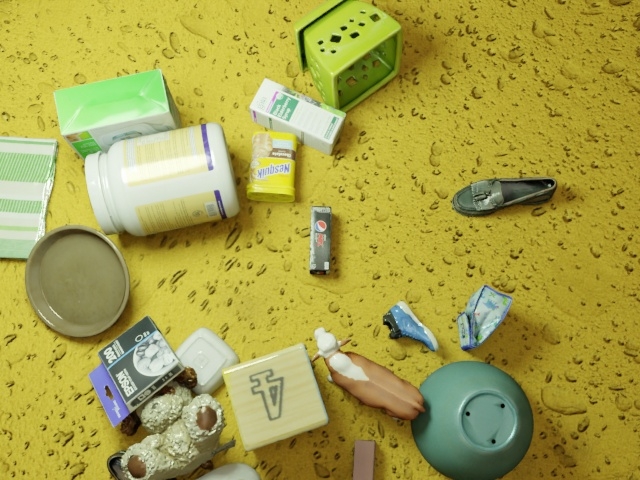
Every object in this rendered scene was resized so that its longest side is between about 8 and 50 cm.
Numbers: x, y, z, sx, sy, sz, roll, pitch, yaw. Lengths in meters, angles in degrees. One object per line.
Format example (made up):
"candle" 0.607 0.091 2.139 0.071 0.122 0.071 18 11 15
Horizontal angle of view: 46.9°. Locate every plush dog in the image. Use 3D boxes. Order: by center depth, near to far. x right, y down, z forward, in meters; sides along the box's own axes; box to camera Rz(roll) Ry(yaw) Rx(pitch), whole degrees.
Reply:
"plush dog" -0.339 0.423 1.717 0.262 0.210 0.225 -37 60 0

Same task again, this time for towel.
"towel" -0.812 -0.113 1.899 0.248 0.038 0.324 4 78 2

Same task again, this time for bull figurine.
"bull figurine" 0.102 0.323 1.726 0.310 0.188 0.101 34 77 7

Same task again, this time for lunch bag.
"lunch bag" 0.386 0.196 1.792 0.096 0.129 0.151 24 79 6

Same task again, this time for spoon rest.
"spoon rest" -0.258 0.581 1.687 0.276 0.084 0.137 9 73 -29

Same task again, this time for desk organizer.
"desk organizer" 0.102 0.538 1.746 0.050 0.047 0.130 4 76 3

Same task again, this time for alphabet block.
"alphabet block" -0.102 0.365 1.713 0.197 0.192 0.193 -18 75 -4

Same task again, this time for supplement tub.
"supplement tub" -0.380 -0.144 1.807 0.332 0.241 0.241 -12 77 -4

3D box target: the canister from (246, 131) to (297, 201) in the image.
"canister" -0.124 -0.192 1.909 0.126 0.073 0.169 3 75 0

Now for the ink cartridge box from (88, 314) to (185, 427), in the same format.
"ink cartridge box" -0.447 0.302 1.741 0.208 0.045 0.206 -40 43 -9

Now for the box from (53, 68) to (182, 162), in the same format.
"box" -0.494 -0.301 1.848 0.262 0.231 0.126 -13 74 -4

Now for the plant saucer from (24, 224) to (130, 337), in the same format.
"plant saucer" -0.589 0.098 1.803 0.278 0.041 0.277 1 96 11

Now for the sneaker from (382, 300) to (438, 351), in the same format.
"sneaker" 0.215 0.230 1.816 0.085 0.058 0.152 -36 75 -15

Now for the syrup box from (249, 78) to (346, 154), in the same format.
"syrup box" -0.060 -0.323 1.930 0.237 0.096 0.093 25 77 4

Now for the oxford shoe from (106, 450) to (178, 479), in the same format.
"oxford shoe" -0.401 0.568 1.706 0.227 0.096 0.082 27 75 4

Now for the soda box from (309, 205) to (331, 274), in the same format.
"soda box" 0.000 0.000 1.870 0.053 0.060 0.168 2 77 1

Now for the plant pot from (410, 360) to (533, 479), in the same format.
"plant pot" 0.366 0.415 1.704 0.290 0.195 0.290 0 76 -1

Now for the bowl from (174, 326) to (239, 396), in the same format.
"bowl" -0.288 0.295 1.797 0.142 0.053 0.142 41 80 9

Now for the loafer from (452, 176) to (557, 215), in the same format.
"loafer" 0.474 -0.127 1.895 0.268 0.084 0.096 -10 77 -3

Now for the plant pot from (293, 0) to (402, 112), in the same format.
"plant pot" 0.061 -0.496 1.915 0.227 0.228 0.207 -37 72 -9
